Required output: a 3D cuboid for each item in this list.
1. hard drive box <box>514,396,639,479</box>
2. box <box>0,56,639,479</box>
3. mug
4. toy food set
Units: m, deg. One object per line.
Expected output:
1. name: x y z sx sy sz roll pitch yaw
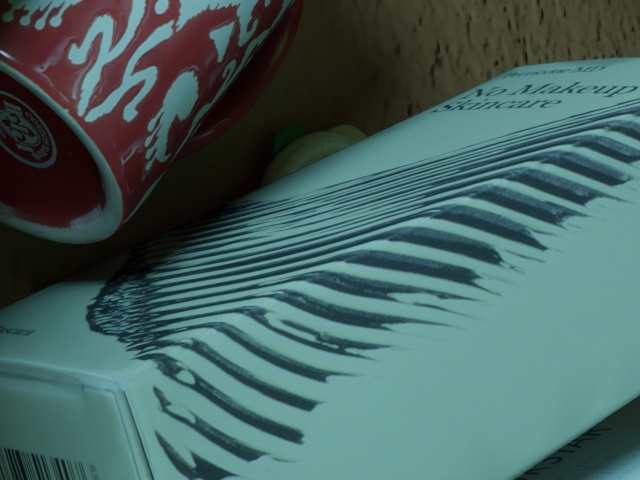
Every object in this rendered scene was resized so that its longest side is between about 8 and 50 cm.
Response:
1. hard drive box: 0.131 0.115 0.673 0.181 0.232 0.089 -21 104 -49
2. box: 0.022 0.026 0.613 0.275 0.113 0.094 -28 110 -39
3. mug: -0.044 -0.079 0.573 0.150 0.113 0.169 52 55 -33
4. toy food set: 0.000 0.000 0.686 0.082 0.020 0.083 -9 96 -49
